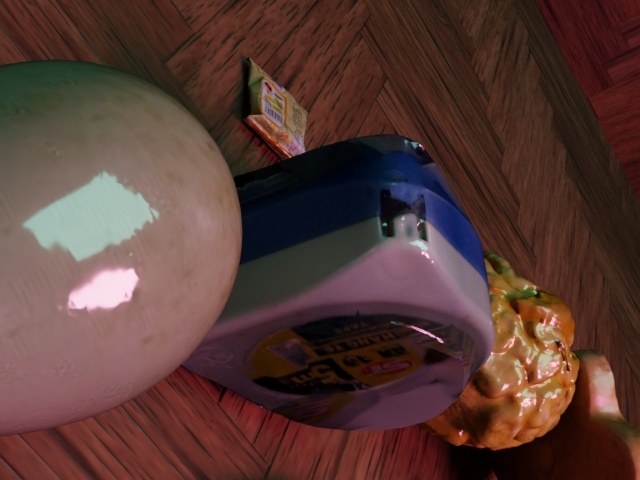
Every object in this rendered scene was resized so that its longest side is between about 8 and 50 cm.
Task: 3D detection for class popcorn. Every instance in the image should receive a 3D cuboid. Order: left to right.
[{"bbox_3d":[0.171,0.129,1.005,0.190,0.250,0.250,-8,76,-43],"label":"popcorn"}]

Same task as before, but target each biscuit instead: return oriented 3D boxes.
[{"bbox_3d":[0.289,0.251,1.067,0.355,0.052,0.275,-135,-131,-69],"label":"biscuit"}]

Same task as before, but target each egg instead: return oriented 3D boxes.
[{"bbox_3d":[-0.178,0.007,0.523,0.295,0.218,0.219,-27,93,-53],"label":"egg"}]

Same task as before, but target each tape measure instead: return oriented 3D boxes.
[{"bbox_3d":[0.017,0.060,0.776,0.262,0.259,0.138,45,36,-41],"label":"tape measure"}]

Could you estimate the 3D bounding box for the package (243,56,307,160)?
[{"bbox_3d":[-0.050,-0.145,1.025,0.108,0.031,0.121,41,33,-38],"label":"package"}]
